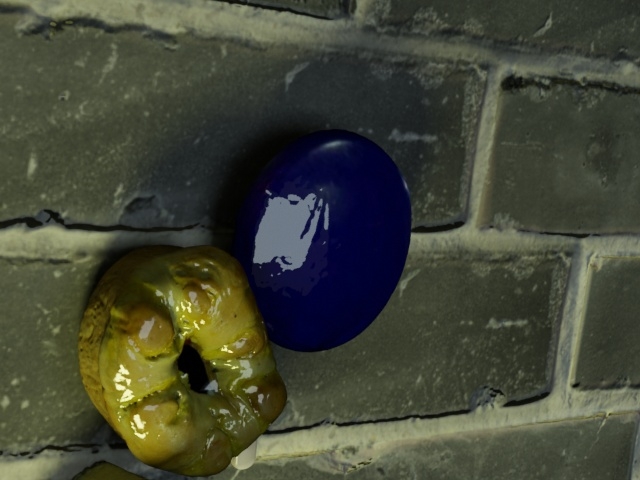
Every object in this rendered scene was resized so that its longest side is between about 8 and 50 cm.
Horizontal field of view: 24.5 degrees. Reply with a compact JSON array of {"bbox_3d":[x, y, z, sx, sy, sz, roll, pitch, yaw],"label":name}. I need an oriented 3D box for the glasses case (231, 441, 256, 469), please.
[{"bbox_3d":[-0.092,0.234,1.765,0.032,0.021,0.083,-11,108,-37],"label":"glasses case"}]

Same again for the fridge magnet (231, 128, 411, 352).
[{"bbox_3d":[0.000,0.000,1.724,0.265,0.113,0.265,-12,109,-38],"label":"fridge magnet"}]

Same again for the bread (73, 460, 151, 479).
[{"bbox_3d":[-0.192,0.360,1.551,0.163,0.264,0.167,-36,117,-31],"label":"bread"}]

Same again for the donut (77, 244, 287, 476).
[{"bbox_3d":[-0.157,0.131,1.609,0.208,0.128,0.261,-33,121,-29],"label":"donut"}]
